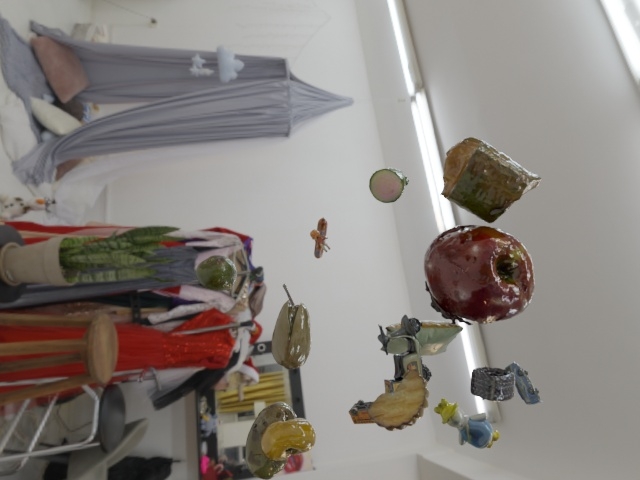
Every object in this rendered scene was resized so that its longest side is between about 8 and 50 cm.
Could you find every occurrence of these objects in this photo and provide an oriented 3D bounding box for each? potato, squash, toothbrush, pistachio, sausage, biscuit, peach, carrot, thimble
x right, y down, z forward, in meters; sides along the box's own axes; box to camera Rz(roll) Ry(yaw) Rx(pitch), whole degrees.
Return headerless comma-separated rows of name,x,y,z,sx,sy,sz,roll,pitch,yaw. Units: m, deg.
potato,-0.180,0.713,1.498,0.165,0.165,0.261,120,-15,-74
squash,0.218,-0.179,1.237,0.132,0.105,0.104,-38,136,-51
toothbrush,-0.127,0.274,1.863,0.194,0.017,0.014,66,28,-24
pistachio,-0.091,0.304,1.341,0.136,0.136,0.225,-164,-101,-80
sausage,0.001,-0.006,2.225,0.347,0.054,0.053,98,-14,-53
biscuit,0.219,0.441,1.110,0.061,0.183,0.118,50,3,-40
peach,0.555,0.113,1.509,0.416,0.340,0.352,137,-63,-75
carrot,0.572,-0.216,1.491,0.341,0.241,0.241,35,-30,15
thimble,0.421,0.350,1.021,0.095,0.105,0.066,2,-92,43
peach,-0.103,0.639,1.340,0.179,0.180,0.103,98,-19,-51

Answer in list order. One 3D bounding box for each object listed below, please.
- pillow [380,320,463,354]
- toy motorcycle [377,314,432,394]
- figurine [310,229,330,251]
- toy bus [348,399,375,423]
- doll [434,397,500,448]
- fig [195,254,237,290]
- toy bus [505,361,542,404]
pillow,0.418,0.420,1.778,0.310,0.313,0.119,87,2,-62
toy motorcycle,0.275,0.379,1.380,0.091,0.158,0.262,138,-53,-74
figurine,0.000,0.000,1.742,0.109,0.064,0.047,50,0,2
toy bus,0.190,0.631,1.535,0.070,0.162,0.074,-20,91,-58
doll,0.528,0.665,1.511,0.098,0.241,0.135,-49,171,-43
fig,-0.534,0.188,2.193,0.202,0.203,0.225,-108,177,-57
toy bus,0.732,0.516,1.504,0.061,0.051,0.152,-41,-132,26
